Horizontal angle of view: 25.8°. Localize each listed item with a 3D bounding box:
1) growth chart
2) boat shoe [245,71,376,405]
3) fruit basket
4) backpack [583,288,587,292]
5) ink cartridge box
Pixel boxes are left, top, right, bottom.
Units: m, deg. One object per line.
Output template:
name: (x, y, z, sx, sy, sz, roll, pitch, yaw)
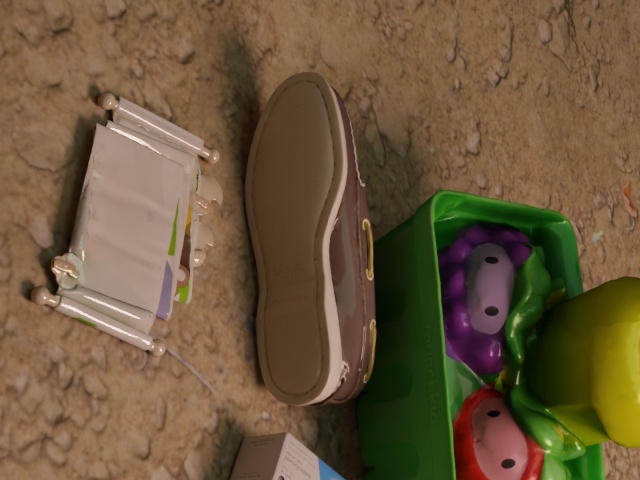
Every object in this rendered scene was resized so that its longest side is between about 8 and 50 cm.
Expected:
growth chart: (-0.162, -0.015, 1.254, 0.172, 0.021, 0.237, 37, 53, -39)
boat shoe: (0.000, 0.000, 1.376, 0.097, 0.117, 0.324, 10, 75, -54)
fruit basket: (0.230, 0.133, 1.402, 0.283, 0.392, 0.392, 8, 73, -44)
backpack: (0.269, 0.133, 1.637, 0.188, 0.144, 0.166, 32, 51, -43)
ink cartridge box: (-0.044, 0.280, 1.275, 0.104, 0.060, 0.180, 44, 49, -34)
